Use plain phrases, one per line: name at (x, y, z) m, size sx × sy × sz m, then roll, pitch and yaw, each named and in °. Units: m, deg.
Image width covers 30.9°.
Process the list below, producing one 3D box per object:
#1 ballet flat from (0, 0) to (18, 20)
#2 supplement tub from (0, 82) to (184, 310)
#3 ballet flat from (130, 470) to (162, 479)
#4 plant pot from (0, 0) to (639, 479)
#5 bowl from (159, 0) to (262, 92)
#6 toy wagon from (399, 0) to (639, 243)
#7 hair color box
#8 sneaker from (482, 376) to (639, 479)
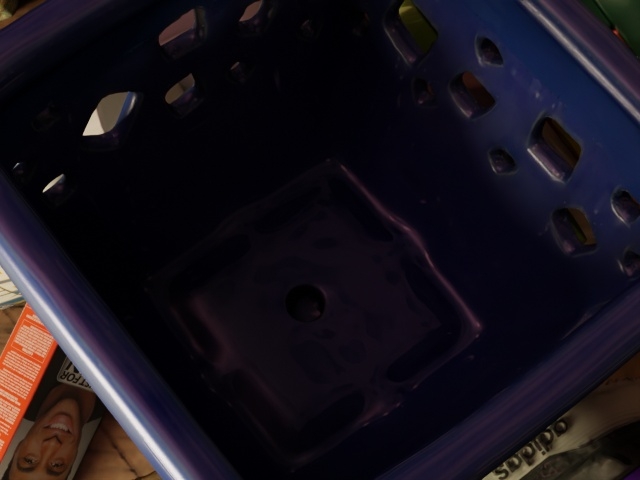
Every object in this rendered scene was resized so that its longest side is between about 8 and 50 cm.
ballet flat at (-0.387, -0.176, 0.959) m, size 0.349 × 0.123 × 0.123 m, roll -17°, pitch 63°, yaw 24°
supplement tub at (-0.189, -0.039, 0.759) m, size 0.200 × 0.144 × 0.144 m, roll -21°, pitch 61°, yaw 23°
ballet flat at (-0.134, 0.234, 0.655) m, size 0.342 × 0.116 × 0.124 m, roll -59°, pitch 35°, yaw 3°
plant pot at (0.003, 0.006, 0.508) m, size 0.236 × 0.212 × 0.236 m, roll -36°, pitch 75°, yaw -15°
bowl at (-0.093, -0.167, 0.811) m, size 0.142 × 0.053 × 0.142 m, roll -18°, pitch 63°, yaw 22°
toy wagon at (0.153, -0.167, 0.577) m, size 0.267 × 0.068 × 0.344 m, roll -37°, pitch 85°, yaw 13°
hair color box at (-0.177, 0.107, 0.739) m, size 0.043 × 0.072 × 0.141 m, roll 21°, pitch 84°, yaw 34°
sneaker at (0.076, 0.206, 0.529) m, size 0.293 × 0.102 × 0.146 m, roll -43°, pitch 56°, yaw 9°
